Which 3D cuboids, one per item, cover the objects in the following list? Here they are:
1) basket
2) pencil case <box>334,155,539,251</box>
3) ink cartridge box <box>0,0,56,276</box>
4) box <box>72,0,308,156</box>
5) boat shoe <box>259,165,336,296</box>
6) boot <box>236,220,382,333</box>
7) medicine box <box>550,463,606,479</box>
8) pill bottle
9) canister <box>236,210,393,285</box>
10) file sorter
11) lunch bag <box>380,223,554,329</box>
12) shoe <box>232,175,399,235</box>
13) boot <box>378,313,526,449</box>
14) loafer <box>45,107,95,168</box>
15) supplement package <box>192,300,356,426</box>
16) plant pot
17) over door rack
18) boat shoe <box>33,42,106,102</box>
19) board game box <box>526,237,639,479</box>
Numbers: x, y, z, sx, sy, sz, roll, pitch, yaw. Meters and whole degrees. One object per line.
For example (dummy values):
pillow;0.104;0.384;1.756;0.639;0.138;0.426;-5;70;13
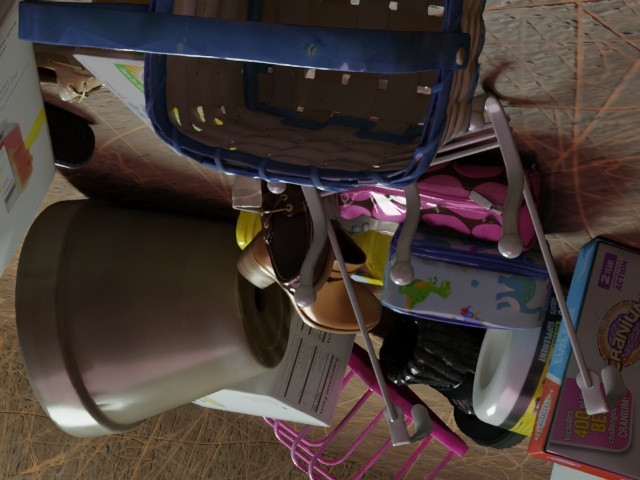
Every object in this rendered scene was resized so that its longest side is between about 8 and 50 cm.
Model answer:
basket;-0.025;-0.137;0.974;0.255;0.201;0.289;10;-165;21
pencil case;0.111;-0.047;1.434;0.209;0.095;0.098;9;-162;21
ink cartridge box;-0.420;-0.137;1.396;0.279;0.160;0.384;24;158;4
box;-0.103;-0.154;1.232;0.103;0.114;0.203;9;162;25
boat shoe;-0.033;-0.028;1.484;0.073;0.207;0.073;-35;125;21
boot;0.015;0.039;1.649;0.197;0.073;0.152;24;152;-22
medicine box;0.446;0.330;2.042;0.149;0.289;0.263;20;165;-14
pill bottle;0.367;0.173;1.761;0.334;0.188;0.188;17;165;-4
canister;0.000;0.000;1.759;0.170;0.073;0.126;9;163;22
file sorter;0.041;0.269;2.210;0.202;0.182;0.291;39;-179;-29
lunch bag;0.158;0.030;1.527;0.176;0.090;0.219;11;-170;7
shoe;0.005;-0.036;1.647;0.219;0.058;0.076;16;165;2
boot;0.199;0.200;2.151;0.260;0.131;0.348;16;159;-11
loafer;-0.370;-0.130;1.670;0.220;0.080;0.078;24;163;-27
supplement package;-0.098;0.139;2.112;0.262;0.204;0.145;3;160;41
plant pot;-0.202;0.088;1.942;0.280;0.323;0.323;-8;157;19
over door rack;0.109;0.048;1.342;0.239;0.108;0.324;-15;109;34
boat shoe;-0.247;-0.166;1.450;0.170;0.059;0.063;16;166;5
board game box;0.405;0.160;1.569;0.316;0.242;0.064;18;167;-4
